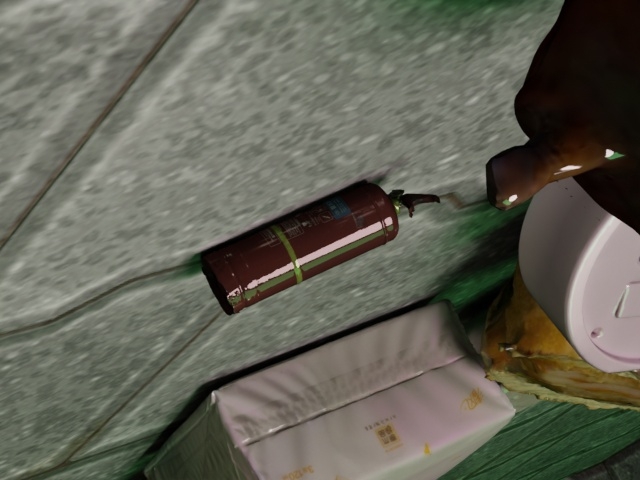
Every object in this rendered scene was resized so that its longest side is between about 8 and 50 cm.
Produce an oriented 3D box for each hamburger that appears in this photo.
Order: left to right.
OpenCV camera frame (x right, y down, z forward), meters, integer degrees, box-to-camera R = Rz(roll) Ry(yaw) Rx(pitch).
[{"bbox_3d":[0.295,0.032,1.345,0.330,0.209,0.162,11,168,-5],"label":"hamburger"}]

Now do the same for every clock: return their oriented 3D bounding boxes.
[{"bbox_3d":[0.231,-0.006,1.162,0.197,0.068,0.196,-17,134,-18],"label":"clock"}]

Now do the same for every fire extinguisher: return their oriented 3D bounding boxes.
[{"bbox_3d":[0.000,0.000,0.993,0.132,0.039,0.056,-25,-162,-13],"label":"fire extinguisher"}]

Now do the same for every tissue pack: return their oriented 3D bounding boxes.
[{"bbox_3d":[0.004,0.159,1.384,0.225,0.124,0.185,-20,162,-30],"label":"tissue pack"}]

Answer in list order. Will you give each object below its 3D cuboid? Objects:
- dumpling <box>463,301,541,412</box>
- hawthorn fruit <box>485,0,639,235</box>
[{"bbox_3d":[0.179,0.086,1.508,0.176,0.092,0.150,-23,166,-17],"label":"dumpling"},{"bbox_3d":[0.257,-0.078,0.696,0.325,0.308,0.308,-24,169,26],"label":"hawthorn fruit"}]
